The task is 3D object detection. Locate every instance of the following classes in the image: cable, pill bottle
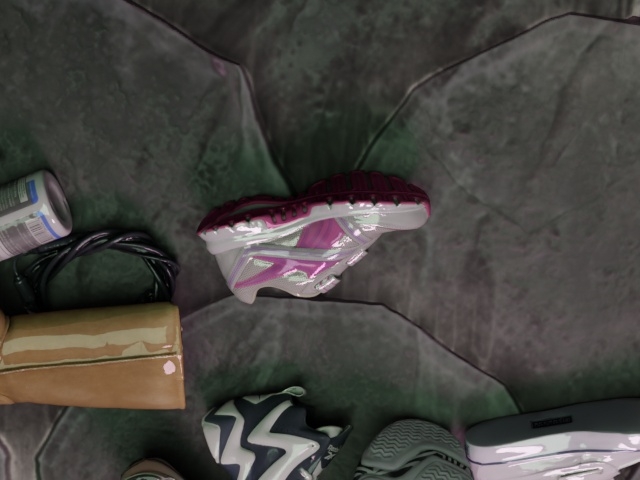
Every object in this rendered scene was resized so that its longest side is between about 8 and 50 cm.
[{"bbox_3d":[-0.243,0.060,1.866,0.184,0.047,0.150,-12,106,5],"label":"cable"},{"bbox_3d":[-0.347,-0.019,1.831,0.137,0.078,0.078,-20,105,8],"label":"pill bottle"}]

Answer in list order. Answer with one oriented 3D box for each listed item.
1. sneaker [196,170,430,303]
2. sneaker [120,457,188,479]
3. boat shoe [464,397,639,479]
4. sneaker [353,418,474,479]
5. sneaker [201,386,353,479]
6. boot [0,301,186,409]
[{"bbox_3d":[0.000,0.000,1.820,0.252,0.103,0.111,-11,110,12],"label":"sneaker"},{"bbox_3d":[-0.115,0.379,1.900,0.122,0.146,0.330,-29,98,6],"label":"sneaker"},{"bbox_3d":[0.294,0.236,1.883,0.258,0.095,0.084,-7,110,15],"label":"boat shoe"},{"bbox_3d":[0.070,0.379,1.832,0.137,0.366,0.210,16,135,-6],"label":"sneaker"},{"bbox_3d":[-0.020,0.270,1.879,0.153,0.094,0.235,-25,76,7],"label":"sneaker"},{"bbox_3d":[-0.284,0.085,1.812,0.269,0.089,0.236,-2,126,-3],"label":"boot"}]
